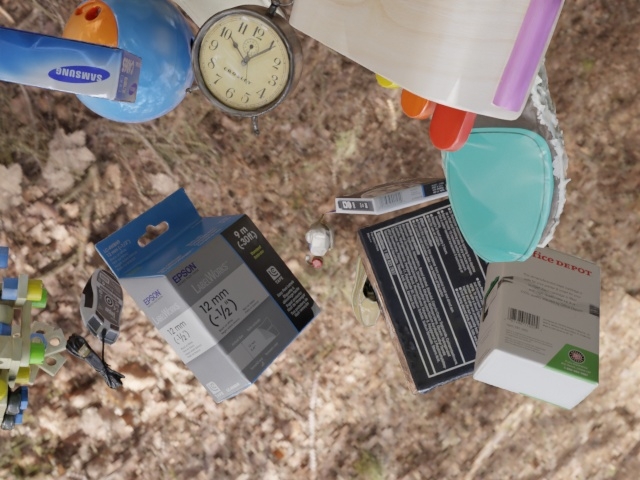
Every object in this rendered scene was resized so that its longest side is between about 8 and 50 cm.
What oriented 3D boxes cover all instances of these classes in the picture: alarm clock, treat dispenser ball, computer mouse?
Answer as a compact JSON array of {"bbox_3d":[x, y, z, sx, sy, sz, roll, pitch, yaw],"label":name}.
[{"bbox_3d":[-0.077,-0.233,1.033,0.192,0.129,0.064,-59,177,29],"label":"alarm clock"},{"bbox_3d":[-0.408,-0.397,1.847,0.288,0.288,0.288,-25,135,-27],"label":"treat dispenser ball"},{"bbox_3d":[-0.328,0.123,1.273,0.042,0.193,0.106,-30,128,17],"label":"computer mouse"}]

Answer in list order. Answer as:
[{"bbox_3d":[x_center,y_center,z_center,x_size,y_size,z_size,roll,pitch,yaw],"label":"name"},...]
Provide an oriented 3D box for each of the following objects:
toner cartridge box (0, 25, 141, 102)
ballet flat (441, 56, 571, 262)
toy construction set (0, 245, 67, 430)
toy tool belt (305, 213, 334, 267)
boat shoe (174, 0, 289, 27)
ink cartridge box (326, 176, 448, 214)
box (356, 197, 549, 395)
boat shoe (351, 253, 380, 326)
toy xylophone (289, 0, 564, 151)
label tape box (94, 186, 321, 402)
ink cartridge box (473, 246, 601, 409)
[{"bbox_3d":[-0.447,-0.265,1.239,0.348,0.165,0.075,10,98,-3],"label":"toner cartridge box"},{"bbox_3d":[0.199,-0.159,0.908,0.147,0.147,0.408,-33,131,-19],"label":"ballet flat"},{"bbox_3d":[-0.463,0.157,1.258,0.151,0.215,0.327,-2,156,-9],"label":"toy construction set"},{"bbox_3d":[0.000,0.000,1.474,0.051,0.052,0.083,-73,168,-52],"label":"toy tool belt"},{"bbox_3d":[-0.180,-0.394,1.314,0.116,0.324,0.096,-66,172,31],"label":"boat shoe"},{"bbox_3d":[0.144,-0.100,1.907,0.206,0.208,0.045,-16,100,-30],"label":"ink cartridge box"},{"bbox_3d":[0.249,0.082,1.500,0.294,0.296,0.183,-19,169,-2],"label":"box"},{"bbox_3d":[0.103,0.113,1.820,0.068,0.072,0.190,-11,123,-9],"label":"boat shoe"},{"bbox_3d":[0.078,-0.236,0.744,0.081,0.322,0.236,2,123,-33],"label":"toy xylophone"},{"bbox_3d":[-0.191,0.072,1.530,0.115,0.347,0.249,-32,-173,41],"label":"label tape box"},{"bbox_3d":[0.329,0.120,1.298,0.092,0.160,0.219,112,-4,-50],"label":"ink cartridge box"}]
